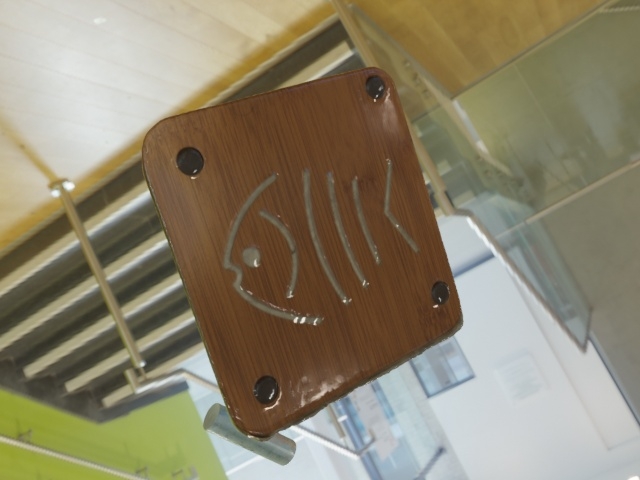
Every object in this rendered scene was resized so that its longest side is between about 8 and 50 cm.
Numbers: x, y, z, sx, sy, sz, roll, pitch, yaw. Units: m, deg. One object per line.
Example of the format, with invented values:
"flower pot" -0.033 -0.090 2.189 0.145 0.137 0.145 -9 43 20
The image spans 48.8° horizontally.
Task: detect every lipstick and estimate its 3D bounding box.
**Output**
"lipstick" -0.113 0.317 1.150 0.158 0.048 0.048 33 133 -25

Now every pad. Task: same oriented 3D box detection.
"pad" 0.000 0.000 0.650 0.284 0.286 0.018 -22 -173 -33
